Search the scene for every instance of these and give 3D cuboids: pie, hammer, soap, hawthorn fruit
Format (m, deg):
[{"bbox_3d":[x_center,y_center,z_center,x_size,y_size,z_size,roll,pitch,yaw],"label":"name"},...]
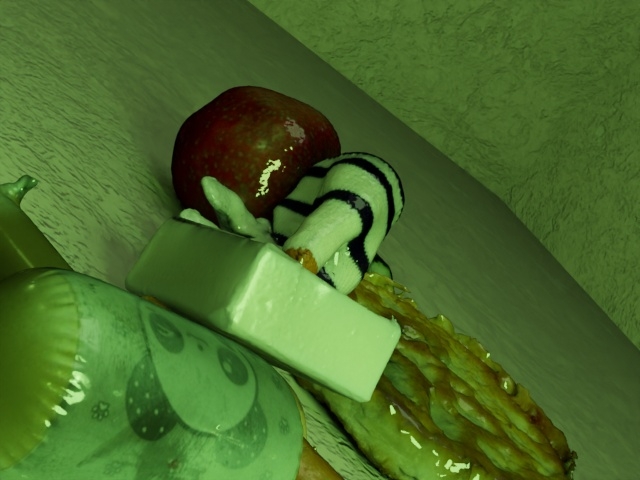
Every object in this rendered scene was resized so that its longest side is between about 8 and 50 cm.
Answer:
[{"bbox_3d":[0.088,0.140,1.095,0.315,0.092,0.315,36,16,-11],"label":"pie"},{"bbox_3d":[-0.148,0.039,0.682,0.202,0.113,0.305,35,6,-45],"label":"hammer"},{"bbox_3d":[-0.043,0.042,0.815,0.121,0.064,0.183,32,-9,-27],"label":"soap"},{"bbox_3d":[-0.072,-0.073,1.173,0.194,0.157,0.157,32,4,33],"label":"hawthorn fruit"}]

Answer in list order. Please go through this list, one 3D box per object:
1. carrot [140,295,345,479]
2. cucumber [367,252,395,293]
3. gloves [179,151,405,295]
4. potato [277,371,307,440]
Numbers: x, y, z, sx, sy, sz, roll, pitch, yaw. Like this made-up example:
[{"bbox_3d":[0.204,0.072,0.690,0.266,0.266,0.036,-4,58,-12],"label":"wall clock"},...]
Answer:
[{"bbox_3d":[-0.046,0.127,0.741,0.225,0.067,0.067,45,12,17],"label":"carrot"},{"bbox_3d":[0.001,0.000,1.324,0.074,0.074,0.241,30,16,-47],"label":"cucumber"},{"bbox_3d":[-0.030,0.008,1.016,0.140,0.218,0.131,26,-35,31],"label":"gloves"},{"bbox_3d":[-0.042,0.118,0.822,0.083,0.062,0.068,64,23,-44],"label":"potato"}]
